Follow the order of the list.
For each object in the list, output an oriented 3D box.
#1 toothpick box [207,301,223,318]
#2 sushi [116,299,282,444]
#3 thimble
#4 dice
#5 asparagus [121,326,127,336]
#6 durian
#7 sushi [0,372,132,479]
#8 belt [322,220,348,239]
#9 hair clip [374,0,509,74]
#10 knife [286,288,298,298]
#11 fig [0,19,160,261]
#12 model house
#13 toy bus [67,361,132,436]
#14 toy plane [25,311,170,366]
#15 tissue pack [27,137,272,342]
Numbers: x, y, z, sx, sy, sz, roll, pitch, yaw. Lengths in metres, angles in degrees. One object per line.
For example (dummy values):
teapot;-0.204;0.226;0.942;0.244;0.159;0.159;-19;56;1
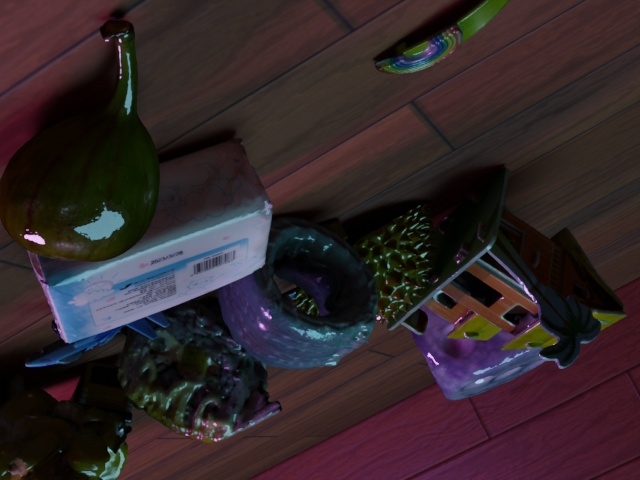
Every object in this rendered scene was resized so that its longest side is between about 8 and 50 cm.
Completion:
toothpick box;-0.213;0.178;1.731;0.153;0.101;0.101;-26;162;0
sushi;-0.183;0.205;1.606;0.184;0.274;0.139;-57;175;1
thimble;-0.031;0.087;1.518;0.143;0.235;0.198;-48;-175;49
dice;0.309;0.141;2.039;0.271;0.270;0.270;-27;161;4
asparagus;-0.312;0.137;1.624;0.014;0.015;0.114;-23;163;-1
durian;0.057;0.053;1.717;0.172;0.166;0.306;32;120;-33
sushi;-0.469;0.354;1.559;0.285;0.328;0.328;-61;180;44
belt;0.000;0.000;1.624;0.083;0.036;0.059;-27;168;7
hair clip;0.151;-0.236;1.167;0.188;0.033;0.060;-33;161;22
knife;-0.056;0.101;1.869;0.313;0.019;0.044;-21;164;-6
fig;-0.213;-0.101;0.990;0.151;0.151;0.259;-5;126;-46
model house;0.318;0.132;1.750;0.300;0.323;0.340;-47;-163;43
toy bus;-0.387;0.293;1.800;0.098;0.114;0.201;14;148;-16
toy plane;-0.318;0.122;1.461;0.246;0.078;0.169;-16;161;-45
tissue pack;-0.200;0.001;1.220;0.271;0.124;0.201;-20;162;-14
